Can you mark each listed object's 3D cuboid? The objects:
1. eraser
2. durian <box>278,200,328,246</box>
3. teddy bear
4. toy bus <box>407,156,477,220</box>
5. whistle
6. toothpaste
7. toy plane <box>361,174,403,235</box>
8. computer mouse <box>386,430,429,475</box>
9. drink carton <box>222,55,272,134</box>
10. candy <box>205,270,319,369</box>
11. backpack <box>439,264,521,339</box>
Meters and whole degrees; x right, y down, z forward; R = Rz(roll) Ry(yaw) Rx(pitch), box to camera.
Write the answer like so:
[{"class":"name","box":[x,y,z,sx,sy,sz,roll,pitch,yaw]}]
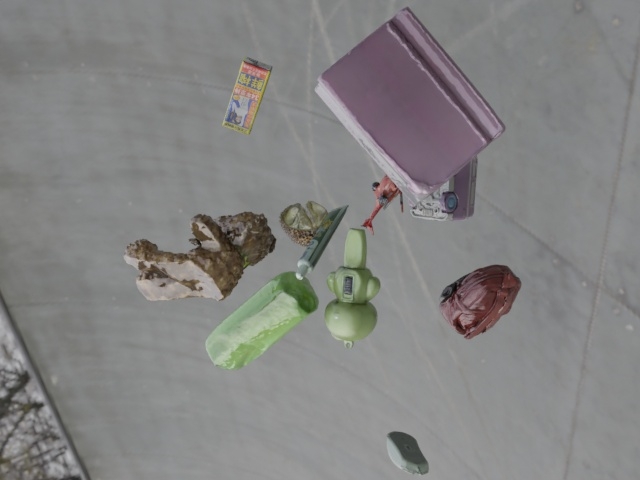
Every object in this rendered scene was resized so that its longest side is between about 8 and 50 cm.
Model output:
[{"class":"eraser","box":[0.202,-0.297,1.729,0.359,0.272,0.122,51,171,0]},{"class":"durian","box":[-0.025,-0.024,1.616,0.140,0.110,0.071,-132,26,-54]},{"class":"teddy bear","box":[-0.270,0.018,1.763,0.246,0.296,0.222,85,-162,-53]},{"class":"toy bus","box":[0.316,-0.155,1.971,0.142,0.142,0.202,11,102,48]},{"class":"whistle","box":[0.086,0.122,1.911,0.141,0.141,0.294,175,106,-72]},{"class":"toothpaste","box":[0.000,0.000,1.456,0.049,0.204,0.031,-17,121,40]},{"class":"toy plane","box":[0.155,-0.107,1.972,0.194,0.077,0.126,-40,51,48]},{"class":"computer mouse","box":[0.227,0.568,2.016,0.182,0.089,0.056,-127,46,-67]},{"class":"drink carton","box":[-0.171,-0.337,1.798,0.056,0.071,0.166,-79,11,-65]},{"class":"candy","box":[-0.156,0.211,1.991,0.343,0.142,0.132,-41,79,29]},{"class":"backpack","box":[0.441,0.156,2.068,0.229,0.229,0.139,89,157,-49]}]
